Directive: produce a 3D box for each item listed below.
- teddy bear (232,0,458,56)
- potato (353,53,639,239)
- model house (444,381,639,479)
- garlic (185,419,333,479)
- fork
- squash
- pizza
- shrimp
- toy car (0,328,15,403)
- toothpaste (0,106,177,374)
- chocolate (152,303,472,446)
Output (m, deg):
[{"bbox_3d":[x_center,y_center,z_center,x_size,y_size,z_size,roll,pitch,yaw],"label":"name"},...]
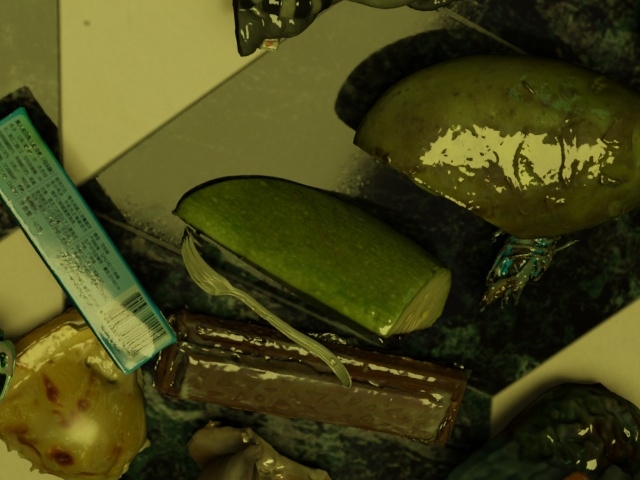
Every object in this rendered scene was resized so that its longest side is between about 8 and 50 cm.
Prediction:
[{"bbox_3d":[0.028,-0.274,1.319,0.251,0.144,0.171,-15,97,-6],"label":"teddy bear"},{"bbox_3d":[0.180,-0.090,1.408,0.298,0.141,0.176,5,94,-1],"label":"potato"},{"bbox_3d":[0.321,0.368,1.446,0.297,0.339,0.360,-31,112,-12],"label":"model house"},{"bbox_3d":[-0.049,0.331,1.475,0.210,0.292,0.237,-4,150,0],"label":"garlic"},{"bbox_3d":[-0.056,0.076,1.456,0.219,0.028,0.034,41,137,-4],"label":"fork"},{"bbox_3d":[0.000,0.000,1.474,0.252,0.169,0.093,31,101,17],"label":"squash"},{"bbox_3d":[-0.232,0.157,1.465,0.204,0.080,0.188,-42,109,6],"label":"pizza"},{"bbox_3d":[0.219,0.005,1.495,0.174,0.076,0.082,-39,151,2],"label":"shrimp"},{"bbox_3d":[-0.402,0.099,1.400,0.224,0.076,0.090,23,103,5],"label":"toy car"},{"bbox_3d":[-0.234,0.002,1.397,0.065,0.050,0.266,-36,103,-12],"label":"toothpaste"},{"bbox_3d":[-0.004,0.145,1.502,0.329,0.065,0.102,12,107,-14],"label":"chocolate"}]
